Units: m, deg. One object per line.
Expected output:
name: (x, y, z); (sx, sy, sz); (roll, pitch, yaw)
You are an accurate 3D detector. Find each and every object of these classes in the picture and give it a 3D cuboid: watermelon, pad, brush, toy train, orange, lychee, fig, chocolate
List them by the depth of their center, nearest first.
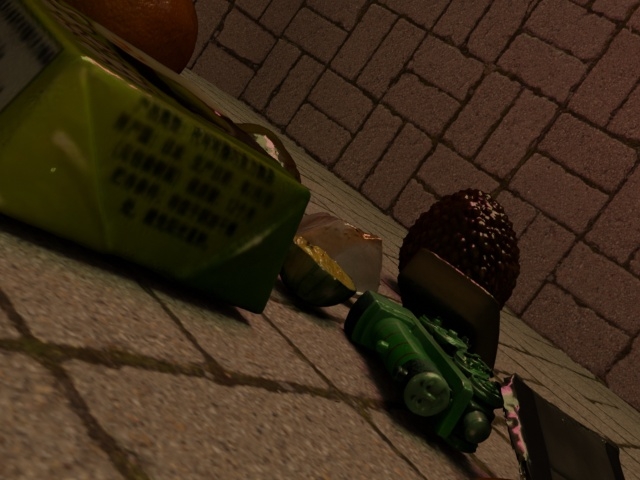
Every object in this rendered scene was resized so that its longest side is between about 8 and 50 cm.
pad: (0.231, 0.235, 0.692); (0.174, 0.022, 0.233); (34, 29, -23)
chocolate: (-0.185, -0.095, 0.720); (0.288, 0.137, 0.301); (28, 11, -43)
toy train: (0.104, 0.129, 0.847); (0.119, 0.085, 0.251); (28, 8, -14)
watermelon: (-0.011, 0.039, 0.929); (0.105, 0.062, 0.105); (42, 5, -5)
brush: (0.160, 0.104, 1.016); (0.123, 0.059, 0.197); (37, -21, 29)
fig: (-0.104, -0.082, 1.038); (0.165, 0.144, 0.154); (26, 46, -7)
orange: (-0.323, -0.337, 1.246); (0.264, 0.264, 0.264); (35, 8, -5)
lychee: (0.261, 0.032, 1.493); (0.236, 0.271, 0.236); (5, 43, -5)

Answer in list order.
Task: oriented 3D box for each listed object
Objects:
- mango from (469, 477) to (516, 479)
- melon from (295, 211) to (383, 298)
mango: (0.136, 0.208, 0.560); (0.114, 0.060, 0.080); (35, 26, 8)
melon: (-0.004, 0.003, 1.097); (0.202, 0.093, 0.139); (36, 14, 38)
